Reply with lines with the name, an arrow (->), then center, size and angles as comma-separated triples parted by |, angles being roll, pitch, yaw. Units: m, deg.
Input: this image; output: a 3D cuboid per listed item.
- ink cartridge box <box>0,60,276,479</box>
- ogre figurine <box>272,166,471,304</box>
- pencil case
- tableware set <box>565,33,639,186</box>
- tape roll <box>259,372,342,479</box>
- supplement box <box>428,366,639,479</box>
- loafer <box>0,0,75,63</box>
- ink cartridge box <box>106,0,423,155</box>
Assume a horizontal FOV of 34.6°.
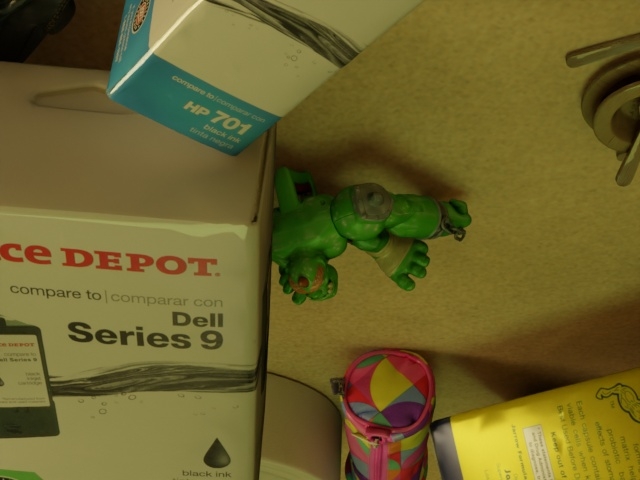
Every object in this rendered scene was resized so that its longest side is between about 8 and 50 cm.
ink cartridge box -> -0.138, 0.048, 0.626 | 0.211, 0.121, 0.289 | 4, 133, 0
ogre figurine -> 0.000, 0.000, 0.767 | 0.197, 0.097, 0.118 | 4, 170, 27
pencil case -> 0.068, 0.200, 1.070 | 0.104, 0.104, 0.236 | -1, 149, 5
tableware set -> 0.262, -0.093, 0.642 | 0.194, 0.039, 0.128 | -16, 144, 26
tape roll -> -0.116, 0.243, 1.150 | 0.286, 0.100, 0.286 | 1, 147, 1
supplement box -> 0.313, 0.214, 0.935 | 0.356, 0.195, 0.194 | -22, 163, 33
loafer -> -0.166, -0.144, 0.584 | 0.170, 0.062, 0.061 | -22, 163, 39
ink cartridge box -> -0.013, -0.149, 0.476 | 0.082, 0.139, 0.190 | 26, 141, -31
